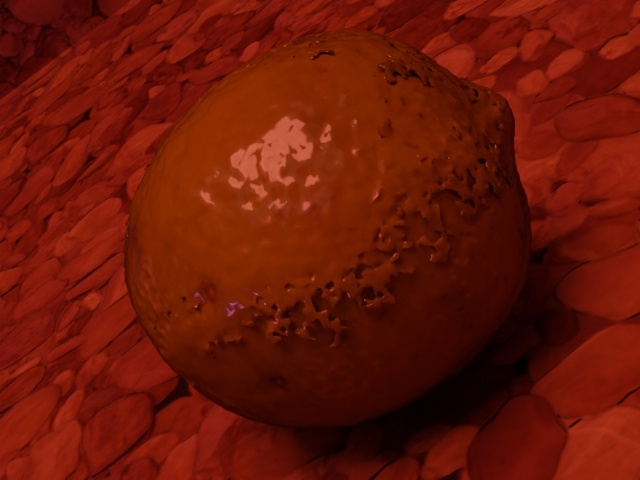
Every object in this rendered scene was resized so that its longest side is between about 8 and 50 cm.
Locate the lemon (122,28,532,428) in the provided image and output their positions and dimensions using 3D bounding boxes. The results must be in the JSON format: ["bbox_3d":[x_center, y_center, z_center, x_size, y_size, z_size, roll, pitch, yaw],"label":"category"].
[{"bbox_3d":[0.000,0.000,0.869,0.310,0.258,0.258,-35,26,24],"label":"lemon"}]
